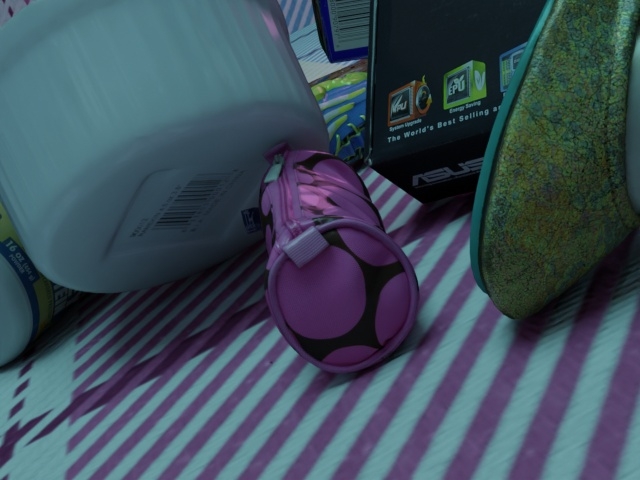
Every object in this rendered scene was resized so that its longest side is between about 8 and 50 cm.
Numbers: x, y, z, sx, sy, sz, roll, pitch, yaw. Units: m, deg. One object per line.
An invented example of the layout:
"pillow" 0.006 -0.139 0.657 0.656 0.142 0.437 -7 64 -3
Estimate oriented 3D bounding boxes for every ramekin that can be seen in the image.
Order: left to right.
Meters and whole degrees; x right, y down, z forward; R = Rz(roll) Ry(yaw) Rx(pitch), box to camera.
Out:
"ramekin" -0.127 -0.074 0.695 0.277 0.135 0.277 -24 -21 -10

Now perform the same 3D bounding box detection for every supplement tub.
"supplement tub" -0.289 0.014 0.828 0.144 0.144 0.200 -16 20 28

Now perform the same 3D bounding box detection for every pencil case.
"pencil case" 0.000 0.000 0.556 0.095 0.098 0.209 -25 18 0

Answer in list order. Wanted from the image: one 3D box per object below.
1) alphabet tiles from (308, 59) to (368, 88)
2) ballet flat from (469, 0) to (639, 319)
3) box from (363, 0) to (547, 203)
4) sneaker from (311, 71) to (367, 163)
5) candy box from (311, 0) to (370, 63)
"alphabet tiles" 0.016 -0.229 1.334 0.342 0.011 0.285 -20 19 15
"ballet flat" 0.177 -0.120 0.445 0.123 0.123 0.349 1 65 54
"box" 0.217 -0.220 0.603 0.395 0.097 0.318 -12 63 37
"sneaker" 0.037 -0.124 0.874 0.126 0.091 0.240 -10 24 34
"candy box" 0.124 -0.319 1.144 0.268 0.122 0.317 -9 15 0
